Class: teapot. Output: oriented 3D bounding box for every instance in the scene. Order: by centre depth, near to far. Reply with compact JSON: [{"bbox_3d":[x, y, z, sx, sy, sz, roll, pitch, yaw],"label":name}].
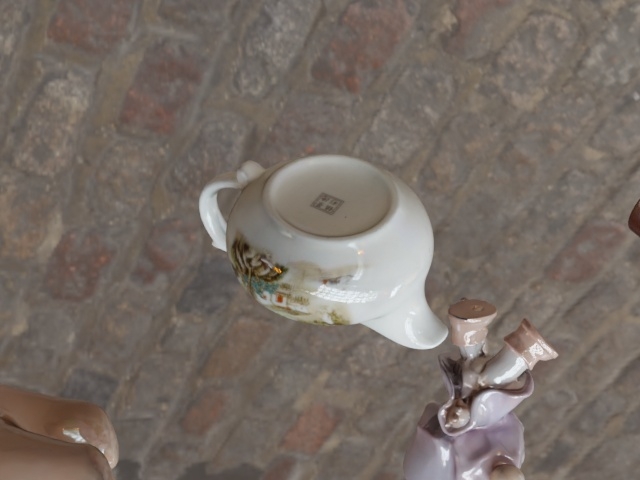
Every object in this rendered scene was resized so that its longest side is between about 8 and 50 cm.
[{"bbox_3d":[0.000,0.000,1.036,0.204,0.298,0.139,-41,148,-34],"label":"teapot"}]

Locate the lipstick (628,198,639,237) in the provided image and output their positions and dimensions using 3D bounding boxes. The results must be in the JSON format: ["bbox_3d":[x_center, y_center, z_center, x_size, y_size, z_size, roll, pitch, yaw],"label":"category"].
[{"bbox_3d":[0.348,0.080,0.671,0.057,0.356,0.057,-27,144,-22],"label":"lipstick"}]

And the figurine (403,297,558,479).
[{"bbox_3d":[0.169,0.203,1.140,0.133,0.200,0.276,7,111,-8],"label":"figurine"}]

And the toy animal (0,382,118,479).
[{"bbox_3d":[-0.191,0.231,0.485,0.269,0.237,0.326,-16,94,-4],"label":"toy animal"}]
